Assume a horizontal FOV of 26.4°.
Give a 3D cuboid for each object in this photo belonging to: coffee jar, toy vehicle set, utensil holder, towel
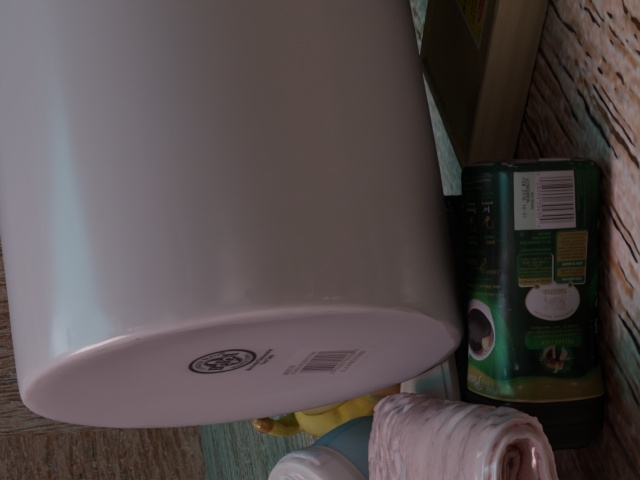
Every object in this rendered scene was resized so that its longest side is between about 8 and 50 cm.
[{"bbox_3d":[0.136,0.040,0.872,0.096,0.079,0.184,-171,79,-76],"label":"coffee jar"},{"bbox_3d":[0.123,-0.198,1.002,0.166,0.035,0.267,-104,15,-48],"label":"toy vehicle set"},{"bbox_3d":[-0.081,-0.087,0.977,0.327,0.328,0.385,114,150,-68],"label":"utensil holder"},{"bbox_3d":[0.076,0.256,0.840,0.332,0.053,0.317,157,114,-80],"label":"towel"}]

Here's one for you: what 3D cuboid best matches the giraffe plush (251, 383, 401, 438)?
[{"bbox_3d":[0.040,0.086,1.204,0.210,0.181,0.170,139,142,-55],"label":"giraffe plush"}]

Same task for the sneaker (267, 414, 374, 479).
[{"bbox_3d":[0.096,0.306,1.093,0.135,0.150,0.366,-10,105,50],"label":"sneaker"}]

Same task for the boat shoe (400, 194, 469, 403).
[{"bbox_3d":[0.103,0.088,1.044,0.095,0.079,0.254,-32,62,60],"label":"boat shoe"}]
